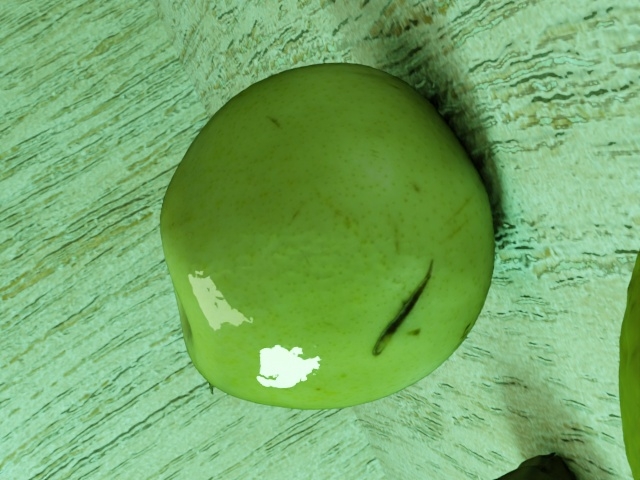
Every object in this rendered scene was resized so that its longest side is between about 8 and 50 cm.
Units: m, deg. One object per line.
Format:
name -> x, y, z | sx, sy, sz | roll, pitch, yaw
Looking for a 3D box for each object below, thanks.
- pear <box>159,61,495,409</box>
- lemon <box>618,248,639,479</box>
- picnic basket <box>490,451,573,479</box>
pear -> 0.000, 0.000, 1.323 | 0.309, 0.309, 0.309 | 60, 170, 18
lemon -> 0.216, 0.050, 0.445 | 0.267, 0.267, 0.267 | 60, 170, 18
picnic basket -> 0.174, 0.417, 1.455 | 0.337, 0.337, 0.293 | 54, 167, 43
